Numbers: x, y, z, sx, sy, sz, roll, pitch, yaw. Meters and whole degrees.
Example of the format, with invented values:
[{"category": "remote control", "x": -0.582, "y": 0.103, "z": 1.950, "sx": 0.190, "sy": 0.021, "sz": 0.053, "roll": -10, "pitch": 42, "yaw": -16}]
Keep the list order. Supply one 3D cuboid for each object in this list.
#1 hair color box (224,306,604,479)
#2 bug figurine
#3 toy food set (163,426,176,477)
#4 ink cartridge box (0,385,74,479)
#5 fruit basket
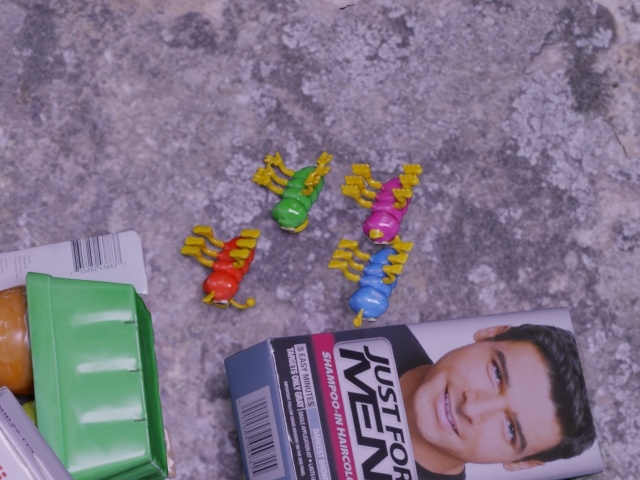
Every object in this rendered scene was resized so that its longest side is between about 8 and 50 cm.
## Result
[{"category": "hair color box", "x": 0.102, "y": 0.183, "z": 1.818, "sx": 0.374, "sy": 0.113, "sz": 0.185, "roll": -4, "pitch": 77, "yaw": -30}, {"category": "bug figurine", "x": 0.000, "y": 0.000, "z": 1.872, "sx": 0.279, "sy": 0.072, "sz": 0.216, "roll": 6, "pitch": 52, "yaw": 34}, {"category": "toy food set", "x": -0.217, "y": 0.234, "z": 1.848, "sx": 0.122, "sy": 0.019, "sz": 0.078, "roll": -9, "pitch": 78, "yaw": -12}, {"category": "ink cartridge box", "x": -0.354, "y": 0.293, "z": 1.619, "sx": 0.273, "sy": 0.114, "sz": 0.197, "roll": -35, "pitch": 92, "yaw": 5}, {"category": "fruit basket", "x": -0.337, "y": 0.173, "z": 1.791, "sx": 0.353, "sy": 0.165, "sz": 0.327, "roll": -12, "pitch": 70, "yaw": 8}]
